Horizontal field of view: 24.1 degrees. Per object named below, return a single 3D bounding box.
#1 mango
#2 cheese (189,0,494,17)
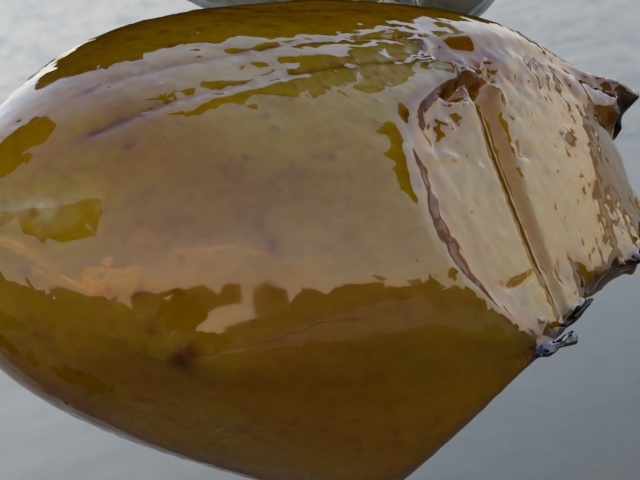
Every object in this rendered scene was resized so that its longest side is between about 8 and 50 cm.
[{"bbox_3d":[0.000,0.000,0.423,0.252,0.154,0.126,-6,-39,-50],"label":"mango"},{"bbox_3d":[-0.059,-0.195,0.670,0.318,0.115,0.326,19,-6,29],"label":"cheese"}]
